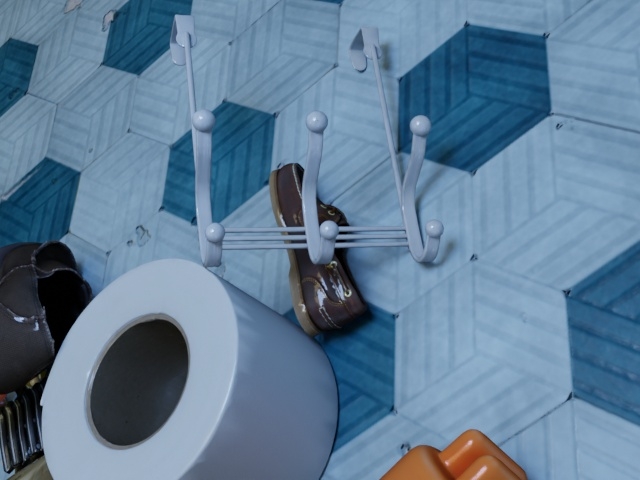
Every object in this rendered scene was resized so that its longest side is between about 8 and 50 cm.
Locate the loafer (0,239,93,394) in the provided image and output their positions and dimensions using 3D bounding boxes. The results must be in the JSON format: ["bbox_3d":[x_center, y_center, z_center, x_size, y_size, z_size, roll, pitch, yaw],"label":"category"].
[{"bbox_3d":[-0.319,0.086,1.064,0.130,0.134,0.366,-12,17,0],"label":"loafer"}]

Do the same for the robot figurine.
[{"bbox_3d":[0.073,0.253,0.735,0.219,0.128,0.158,-45,54,8],"label":"robot figurine"}]

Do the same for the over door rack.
[{"bbox_3d":[-0.022,-0.123,0.945,0.108,0.239,0.324,112,152,-50],"label":"over door rack"}]

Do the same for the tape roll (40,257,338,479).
[{"bbox_3d":[-0.127,0.161,0.910,0.246,0.169,0.246,-18,56,29],"label":"tape roll"}]

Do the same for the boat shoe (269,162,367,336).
[{"bbox_3d":[0.000,0.000,0.976,0.073,0.073,0.207,-27,59,20],"label":"boat shoe"}]

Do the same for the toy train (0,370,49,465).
[{"bbox_3d":[-0.376,0.207,1.157,0.125,0.046,0.166,-53,44,2],"label":"toy train"}]

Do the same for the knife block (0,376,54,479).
[{"bbox_3d":[-0.255,0.276,1.014,0.088,0.242,0.276,-33,95,19],"label":"knife block"}]
